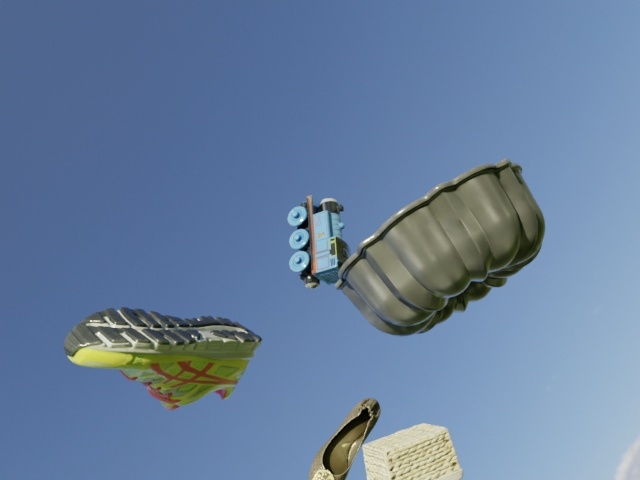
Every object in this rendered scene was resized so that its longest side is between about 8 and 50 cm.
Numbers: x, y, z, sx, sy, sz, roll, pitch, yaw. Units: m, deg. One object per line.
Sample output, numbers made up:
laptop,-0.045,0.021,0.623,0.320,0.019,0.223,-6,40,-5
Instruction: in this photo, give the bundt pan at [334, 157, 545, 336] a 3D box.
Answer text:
bundt pan,0.191,0.034,0.847,0.330,0.124,0.331,-27,-20,-11

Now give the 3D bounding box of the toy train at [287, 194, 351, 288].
toy train,0.000,0.000,1.060,0.080,0.105,0.184,43,-143,-52

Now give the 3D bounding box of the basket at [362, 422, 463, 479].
basket,0.178,0.436,1.124,0.167,0.113,0.103,-10,-97,-24

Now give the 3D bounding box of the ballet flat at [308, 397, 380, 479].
ballet flat,0.057,0.454,1.264,0.250,0.084,0.058,-48,-16,-26

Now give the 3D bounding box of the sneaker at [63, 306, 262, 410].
sneaker,-0.150,0.125,0.560,0.208,0.081,0.094,16,-83,-44
